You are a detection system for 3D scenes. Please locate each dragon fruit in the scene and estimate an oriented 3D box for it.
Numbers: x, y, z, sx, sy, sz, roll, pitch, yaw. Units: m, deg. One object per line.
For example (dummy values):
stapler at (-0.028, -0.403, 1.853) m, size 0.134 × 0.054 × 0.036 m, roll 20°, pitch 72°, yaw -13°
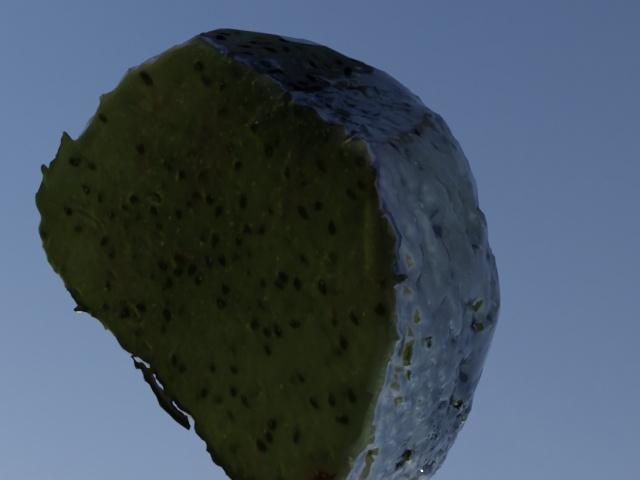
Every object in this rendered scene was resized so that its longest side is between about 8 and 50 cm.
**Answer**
dragon fruit at (0.000, 0.000, 0.696) m, size 0.283 × 0.204 × 0.221 m, roll 42°, pitch -60°, yaw 25°
